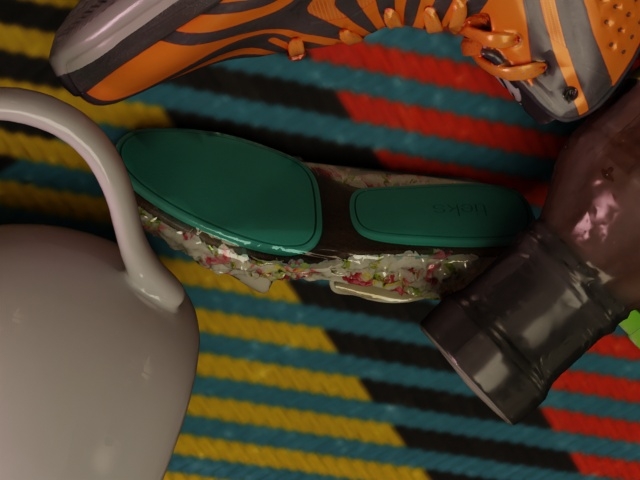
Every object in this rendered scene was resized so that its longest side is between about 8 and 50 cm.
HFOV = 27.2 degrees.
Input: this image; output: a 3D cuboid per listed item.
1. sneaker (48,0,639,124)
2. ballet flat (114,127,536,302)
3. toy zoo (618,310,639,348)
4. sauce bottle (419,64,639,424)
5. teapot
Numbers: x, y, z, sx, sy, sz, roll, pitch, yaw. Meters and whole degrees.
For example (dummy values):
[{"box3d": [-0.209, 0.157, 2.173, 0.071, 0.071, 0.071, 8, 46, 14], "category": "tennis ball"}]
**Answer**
[{"box3d": [0.041, -0.111, 0.632, 0.321, 0.124, 0.180, -28, 115, 9], "category": "sneaker"}, {"box3d": [0.000, 0.000, 0.712, 0.241, 0.091, 0.077, 10, 138, -7], "category": "ballet flat"}, {"box3d": [0.308, 0.046, 0.793, 0.192, 0.030, 0.293, -42, 114, 15], "category": "toy zoo"}, {"box3d": [0.195, -0.050, 0.652, 0.344, 0.111, 0.111, -41, 114, 2], "category": "sauce bottle"}, {"box3d": [-0.186, 0.085, 0.647, 0.187, 0.256, 0.252, 28, 155, -17], "category": "teapot"}]
